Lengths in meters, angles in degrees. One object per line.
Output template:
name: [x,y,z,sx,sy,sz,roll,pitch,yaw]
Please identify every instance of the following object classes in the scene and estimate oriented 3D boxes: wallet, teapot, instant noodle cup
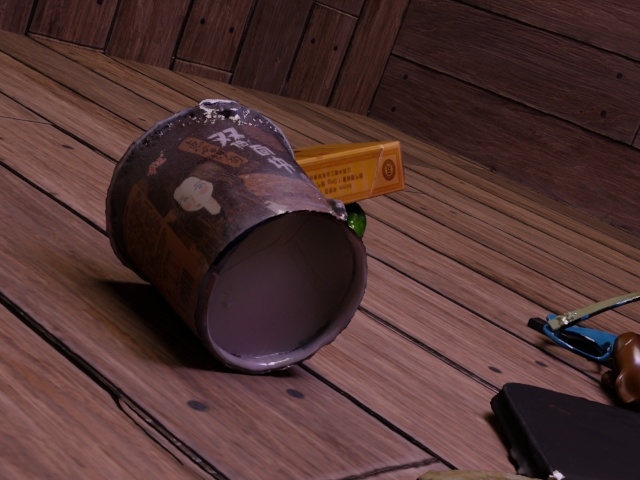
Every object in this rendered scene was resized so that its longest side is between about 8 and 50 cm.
wallet: [0.353,0.231,1.005,0.378,0.051,0.197,16,16,-14]
teapot: [0.397,0.171,1.282,0.098,0.078,0.129,63,22,-3]
instant noodle cup: [-0.077,0.001,0.969,0.217,0.217,0.207,11,22,-35]

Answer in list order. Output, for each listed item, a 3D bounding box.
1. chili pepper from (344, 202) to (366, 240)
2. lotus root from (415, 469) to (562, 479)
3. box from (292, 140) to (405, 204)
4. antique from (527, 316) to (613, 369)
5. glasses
chili pepper: [-0.001,-0.001,1.364,0.099,0.083,0.253,22,17,16]
lotus root: [0.153,0.218,0.709,0.144,0.070,0.143,3,15,-42]
box: [-0.035,-0.083,1.390,0.174,0.076,0.274,4,14,44]
antique: [0.387,0.157,1.440,0.192,0.015,0.031,28,16,31]
glasses: [0.437,0.112,1.358,0.239,0.207,0.102,12,53,-16]
